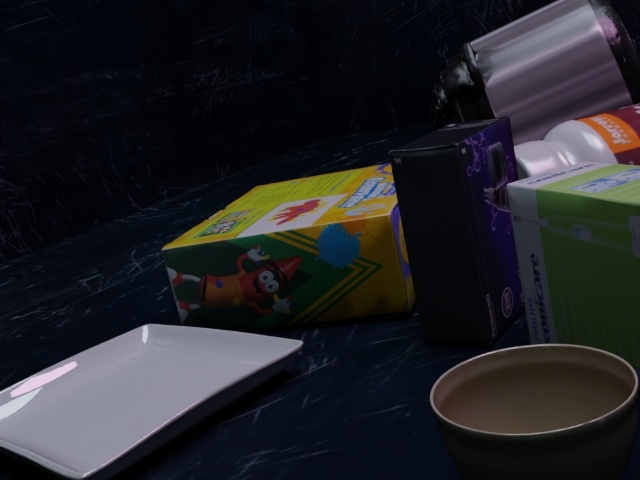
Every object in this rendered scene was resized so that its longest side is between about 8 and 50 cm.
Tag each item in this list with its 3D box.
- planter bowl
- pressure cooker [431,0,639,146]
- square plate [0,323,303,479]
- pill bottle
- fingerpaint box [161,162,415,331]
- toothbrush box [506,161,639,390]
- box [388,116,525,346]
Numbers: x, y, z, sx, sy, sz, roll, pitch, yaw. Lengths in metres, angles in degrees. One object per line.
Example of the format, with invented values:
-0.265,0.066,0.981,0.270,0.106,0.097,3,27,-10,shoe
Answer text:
0.177,0.166,0.655,0.162,0.109,0.162,-11,13,2,planter bowl
0.446,-0.273,1.665,0.420,0.370,0.375,-22,10,19,pressure cooker
-0.250,0.199,1.032,0.344,0.049,0.347,-1,17,42,square plate
0.469,-0.091,1.225,0.392,0.224,0.224,-14,13,-11,pill bottle
0.000,0.000,1.397,0.371,0.163,0.445,-9,14,17,fingerpaint box
0.337,0.035,0.851,0.122,0.206,0.283,-17,13,-20,toothbrush box
0.195,-0.015,1.068,0.103,0.261,0.184,-2,17,37,box
